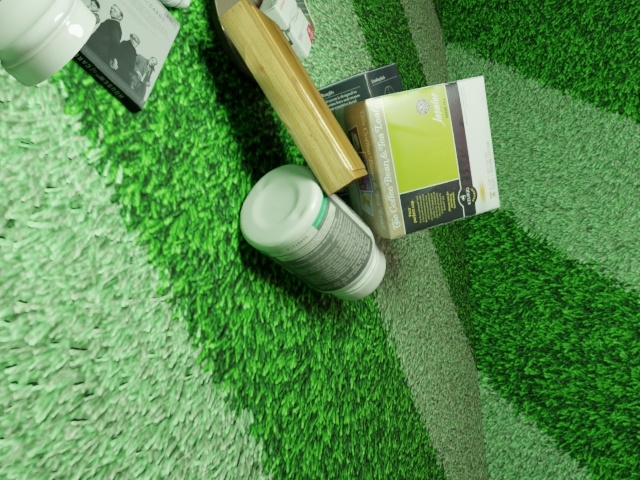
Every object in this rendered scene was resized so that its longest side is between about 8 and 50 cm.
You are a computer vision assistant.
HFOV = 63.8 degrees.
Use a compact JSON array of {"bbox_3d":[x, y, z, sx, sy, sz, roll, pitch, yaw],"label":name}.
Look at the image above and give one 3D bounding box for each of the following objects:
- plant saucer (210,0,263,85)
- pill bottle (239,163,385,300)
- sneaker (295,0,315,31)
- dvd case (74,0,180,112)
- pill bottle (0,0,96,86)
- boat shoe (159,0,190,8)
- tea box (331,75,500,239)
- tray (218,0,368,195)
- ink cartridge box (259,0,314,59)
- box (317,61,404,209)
[{"bbox_3d":[-0.166,-0.509,1.248,0.311,0.050,0.310,28,57,-53],"label":"plant saucer"},{"bbox_3d":[0.000,0.000,1.191,0.361,0.204,0.204,40,47,-47],"label":"pill bottle"},{"bbox_3d":[-0.070,-0.641,1.443,0.192,0.064,0.086,49,36,-46],"label":"sneaker"},{"bbox_3d":[-0.347,-0.370,0.903,0.179,0.030,0.238,46,42,-43],"label":"dvd case"},{"bbox_3d":[-0.399,-0.317,0.521,0.323,0.182,0.181,46,42,-47],"label":"pill bottle"},{"bbox_3d":[-0.307,-0.573,1.013,0.076,0.083,0.226,-32,120,-71],"label":"boat shoe"},{"bbox_3d":[0.238,-0.208,1.299,0.324,0.220,0.328,-15,102,-18],"label":"tea box"},{"bbox_3d":[-0.043,-0.297,1.102,0.410,0.076,0.203,57,16,-2],"label":"tray"},{"bbox_3d":[-0.085,-0.540,1.289,0.150,0.063,0.109,48,41,-41],"label":"ink cartridge box"},{"bbox_3d":[0.150,-0.300,1.555,0.293,0.212,0.395,-42,116,-57],"label":"box"}]
